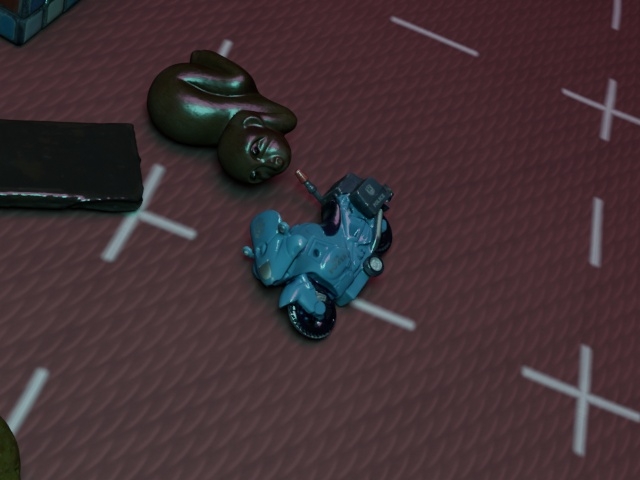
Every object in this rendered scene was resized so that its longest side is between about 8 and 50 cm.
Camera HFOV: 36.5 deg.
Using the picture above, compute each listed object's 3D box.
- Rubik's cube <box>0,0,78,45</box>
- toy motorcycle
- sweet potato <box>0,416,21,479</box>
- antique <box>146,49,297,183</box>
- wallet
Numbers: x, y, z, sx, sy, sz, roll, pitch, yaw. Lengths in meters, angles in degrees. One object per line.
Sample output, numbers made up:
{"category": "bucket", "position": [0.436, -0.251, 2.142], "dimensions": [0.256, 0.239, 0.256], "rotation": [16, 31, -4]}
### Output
{"category": "Rubik's cube", "position": [-0.485, -0.533, 1.492], "dimensions": [0.293, 0.292, 0.287], "rotation": [28, 48, 5]}
{"category": "toy motorcycle", "position": [0.000, 0.000, 1.370], "dimensions": [0.182, 0.123, 0.272], "rotation": [47, 50, -10]}
{"category": "sweet potato", "position": [-0.505, 0.174, 1.011], "dimensions": [0.422, 0.130, 0.130], "rotation": [20, 48, -6]}
{"category": "antique", "position": [-0.147, -0.177, 1.448], "dimensions": [0.257, 0.121, 0.143], "rotation": [40, 52, 15]}
{"category": "wallet", "position": [-0.402, -0.108, 1.341], "dimensions": [0.309, 0.042, 0.165], "rotation": [1, 50, -23]}
